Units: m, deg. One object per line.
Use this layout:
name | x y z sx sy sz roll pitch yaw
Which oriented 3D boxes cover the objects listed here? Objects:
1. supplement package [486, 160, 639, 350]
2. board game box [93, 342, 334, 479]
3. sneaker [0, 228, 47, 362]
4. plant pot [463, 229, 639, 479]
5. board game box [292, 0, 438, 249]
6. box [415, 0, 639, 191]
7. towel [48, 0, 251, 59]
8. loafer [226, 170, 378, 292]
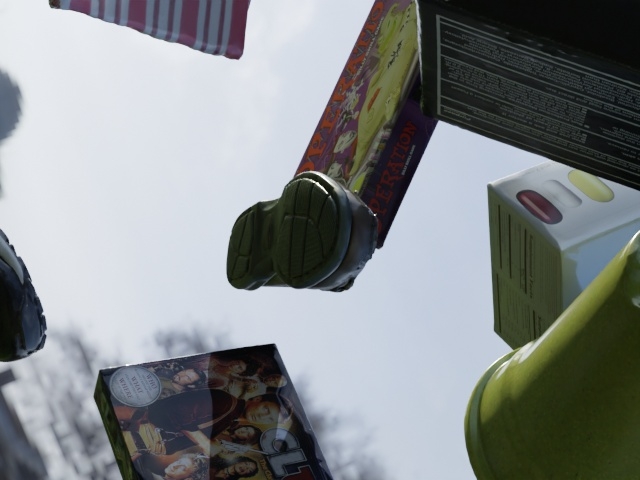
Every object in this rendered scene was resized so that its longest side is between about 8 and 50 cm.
supplement package | 0.325 0.011 1.886 0.145 0.262 0.204 48 -27 48
board game box | -0.076 0.201 1.499 0.042 0.165 0.243 109 -35 -45
sneaker | -0.294 0.026 1.107 0.283 0.124 0.107 23 -45 34
plant pot | 0.302 0.127 1.601 0.276 0.276 0.254 56 -39 27
board game box | 0.078 -0.167 1.796 0.347 0.056 0.208 -66 -163 -2
box | 0.238 -0.169 1.389 0.296 0.182 0.294 20 -12 8
towel | -0.118 -0.216 1.293 0.029 0.197 0.144 3 -95 40
loafer | 0.000 0.000 1.484 0.267 0.084 0.096 170 -71 -68
